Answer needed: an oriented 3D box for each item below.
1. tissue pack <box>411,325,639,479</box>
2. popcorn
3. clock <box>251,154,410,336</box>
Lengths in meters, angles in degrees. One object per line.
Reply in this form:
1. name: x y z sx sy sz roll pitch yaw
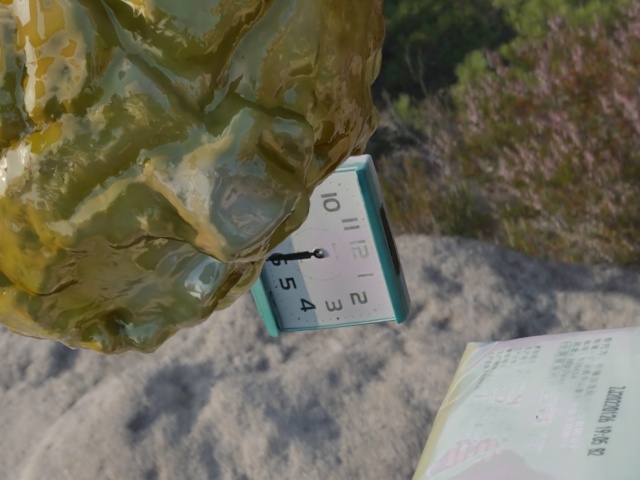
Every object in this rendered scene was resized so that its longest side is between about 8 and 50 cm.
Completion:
1. tissue pack: 0.228 0.272 0.942 0.331 0.205 0.405 -9 36 37
2. popcorn: -0.143 -0.120 0.790 0.354 0.390 0.344 -17 6 -21
3. clock: 0.000 0.000 1.714 0.231 0.262 0.116 -8 29 19
